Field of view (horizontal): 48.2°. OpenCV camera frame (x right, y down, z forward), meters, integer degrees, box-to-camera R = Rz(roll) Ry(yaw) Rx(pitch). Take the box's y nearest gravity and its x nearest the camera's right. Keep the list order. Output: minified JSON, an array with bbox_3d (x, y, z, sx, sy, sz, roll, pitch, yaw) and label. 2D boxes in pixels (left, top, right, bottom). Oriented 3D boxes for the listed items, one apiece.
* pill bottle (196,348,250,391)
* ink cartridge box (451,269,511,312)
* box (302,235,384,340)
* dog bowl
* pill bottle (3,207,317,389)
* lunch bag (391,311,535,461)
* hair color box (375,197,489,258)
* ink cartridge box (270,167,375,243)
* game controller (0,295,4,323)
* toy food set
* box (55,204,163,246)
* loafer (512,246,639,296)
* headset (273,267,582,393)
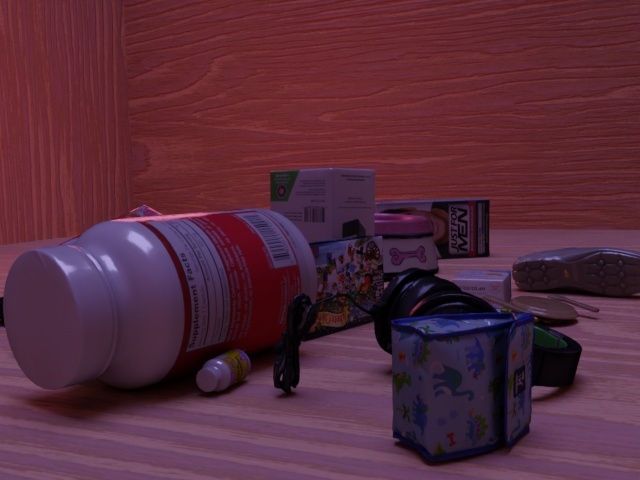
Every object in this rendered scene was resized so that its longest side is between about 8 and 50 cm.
[{"bbox_3d":[-0.129,0.173,0.942,0.043,0.043,0.083,0,6,22],"label":"pill bottle"},{"bbox_3d":[0.329,0.102,1.465,0.104,0.062,0.181,0,6,20],"label":"ink cartridge box"},{"bbox_3d":[0.029,0.078,1.285,0.044,0.159,0.233,0,6,41],"label":"box"},{"bbox_3d":[0.131,0.004,2.008,0.407,0.150,0.408,2,6,0],"label":"dog bowl"},{"bbox_3d":[-0.210,0.077,1.013,0.229,0.229,0.407,3,7,39],"label":"pill bottle"},{"bbox_3d":[0.154,0.142,0.727,0.151,0.129,0.096,-2,6,-26],"label":"lunch bag"},{"bbox_3d":[0.345,-0.037,2.287,0.374,0.185,0.113,-3,6,-9],"label":"hair color box"},{"bbox_3d":[0.000,0.000,1.464,0.121,0.289,0.211,-2,5,-39],"label":"ink cartridge box"},{"bbox_3d":[-0.540,0.131,1.530,0.166,0.067,0.319,15,11,18],"label":"game controller"},{"bbox_3d":[0.403,0.132,1.308,0.192,0.039,0.132,1,10,-28],"label":"toy food set"},{"bbox_3d":[-0.399,0.048,1.392,0.128,0.123,0.257,26,43,35],"label":"box"},{"bbox_3d":[0.586,0.060,1.574,0.319,0.112,0.111,1,14,35],"label":"loafer"},{"bbox_3d":[0.141,0.142,0.940,0.394,0.185,0.243,13,5,-14],"label":"headset"}]
